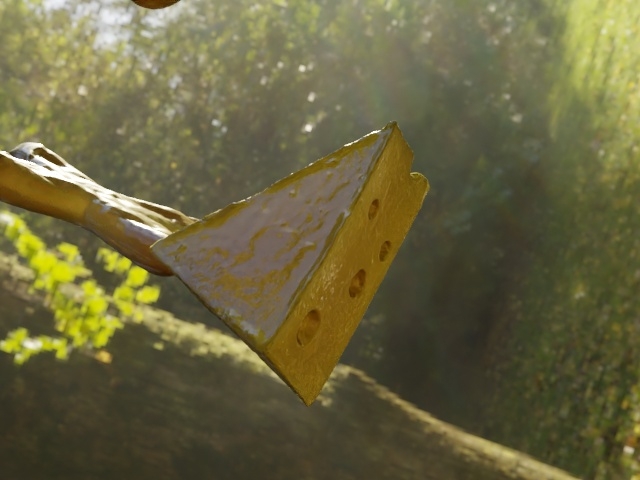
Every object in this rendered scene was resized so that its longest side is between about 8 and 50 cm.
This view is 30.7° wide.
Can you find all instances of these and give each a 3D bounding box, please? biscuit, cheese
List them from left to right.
[{"bbox_3d":[-0.207,-0.030,1.067,0.047,0.208,0.164,-64,0,10],"label":"biscuit"},{"bbox_3d":[0.000,0.000,0.775,0.171,0.126,0.093,-45,-37,-6],"label":"cheese"}]

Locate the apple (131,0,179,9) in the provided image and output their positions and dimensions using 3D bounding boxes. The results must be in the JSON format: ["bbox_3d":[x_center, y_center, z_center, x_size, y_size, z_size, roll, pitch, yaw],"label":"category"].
[{"bbox_3d":[-0.130,-0.228,0.920,0.089,0.074,0.089,177,90,-84],"label":"apple"}]
